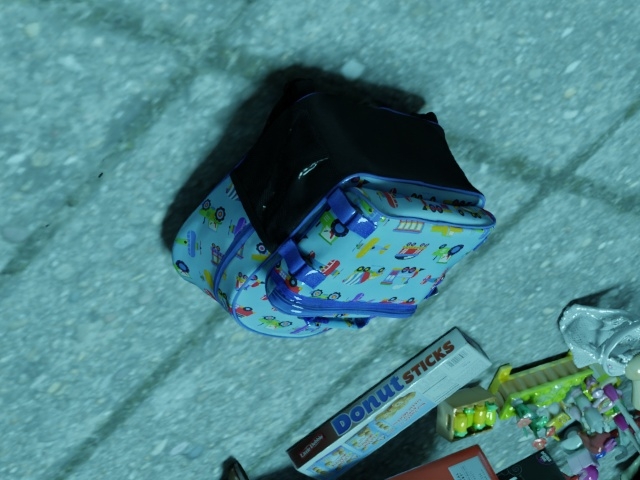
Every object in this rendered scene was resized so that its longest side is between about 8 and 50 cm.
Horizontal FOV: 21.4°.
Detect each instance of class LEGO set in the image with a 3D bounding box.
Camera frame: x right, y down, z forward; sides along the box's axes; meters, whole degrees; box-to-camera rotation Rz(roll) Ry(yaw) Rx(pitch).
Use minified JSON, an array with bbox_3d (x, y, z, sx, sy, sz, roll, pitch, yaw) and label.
[{"bbox_3d":[0.231,0.173,1.535,0.132,0.107,0.287,-44,148,19],"label":"LEGO set"}]

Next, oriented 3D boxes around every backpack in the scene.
[{"bbox_3d":[0.000,0.000,1.061,0.158,0.117,0.173,10,133,-48],"label":"backpack"}]

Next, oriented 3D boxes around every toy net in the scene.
[{"bbox_3d":[0.311,0.121,1.466,0.232,0.045,0.122,33,127,-19],"label":"toy net"}]

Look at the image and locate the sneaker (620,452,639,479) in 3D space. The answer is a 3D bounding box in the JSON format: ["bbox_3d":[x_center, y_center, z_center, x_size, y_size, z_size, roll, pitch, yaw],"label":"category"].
[{"bbox_3d":[0.393,0.213,1.783,0.071,0.066,0.188,0,138,-44],"label":"sneaker"}]

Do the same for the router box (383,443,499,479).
[{"bbox_3d":[-0.012,0.328,1.520,0.301,0.082,0.335,-18,157,-23],"label":"router box"}]

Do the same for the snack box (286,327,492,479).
[{"bbox_3d":[0.058,0.141,1.414,0.178,0.022,0.064,-37,151,9],"label":"snack box"}]

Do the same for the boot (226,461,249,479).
[{"bbox_3d":[-0.107,0.232,1.389,0.114,0.037,0.106,-21,147,-9],"label":"boot"}]

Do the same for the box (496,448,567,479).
[{"bbox_3d":[0.205,0.259,1.684,0.083,0.062,0.052,-26,148,-9],"label":"box"}]

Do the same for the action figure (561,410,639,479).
[{"bbox_3d":[0.292,0.207,1.721,0.115,0.030,0.038,-37,156,-1],"label":"action figure"}]
